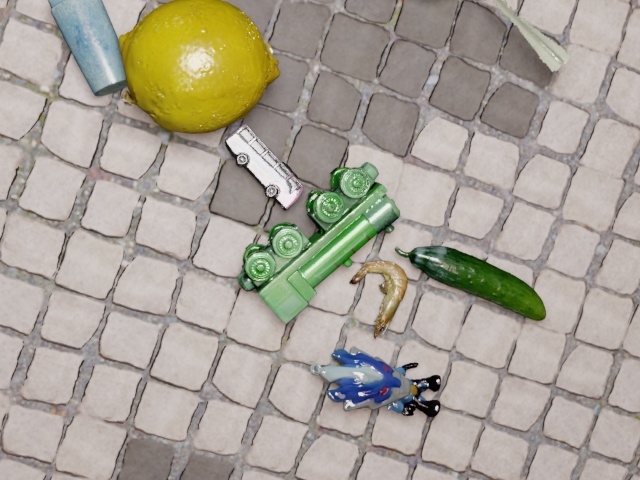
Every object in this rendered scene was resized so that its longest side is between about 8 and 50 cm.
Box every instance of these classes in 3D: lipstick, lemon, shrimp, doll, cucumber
[{"bbox_3d":[-0.332,-0.330,0.962,0.068,0.061,0.274,-24,96,-3],"label":"lipstick"},{"bbox_3d":[-0.155,-0.224,0.936,0.206,0.173,0.173,-7,94,-15],"label":"lemon"},{"bbox_3d":[0.078,0.082,1.056,0.083,0.023,0.114,20,85,-5],"label":"shrimp"},{"bbox_3d":[0.078,0.205,1.043,0.195,0.070,0.095,14,61,-10],"label":"doll"},{"bbox_3d":[0.224,0.053,1.055,0.250,0.056,0.056,23,90,-10],"label":"cucumber"}]

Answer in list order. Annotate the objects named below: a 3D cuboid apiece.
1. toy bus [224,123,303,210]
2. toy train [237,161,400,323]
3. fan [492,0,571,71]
[{"bbox_3d":[-0.079,-0.103,1.020,0.052,0.037,0.130,-44,96,-8],"label":"toy bus"},{"bbox_3d":[0.000,0.000,1.015,0.251,0.085,0.119,-40,102,-1],"label":"toy train"},{"bbox_3d":[0.194,-0.390,1.008,0.233,0.012,0.414,-38,83,0],"label":"fan"}]
